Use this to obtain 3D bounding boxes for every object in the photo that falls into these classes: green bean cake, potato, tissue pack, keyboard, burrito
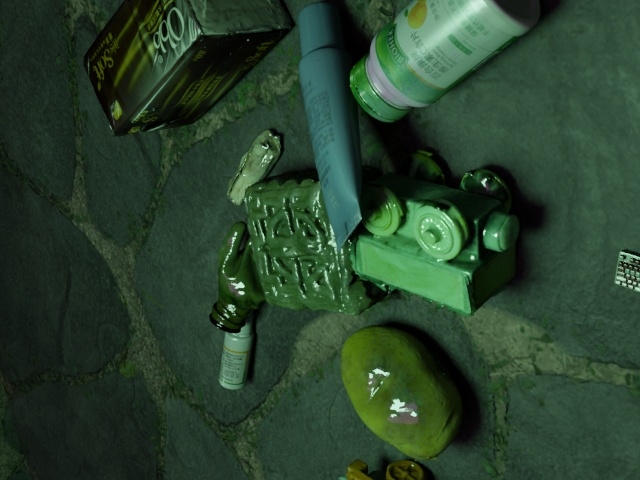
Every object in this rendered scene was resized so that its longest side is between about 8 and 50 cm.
[{"bbox_3d":[0.000,0.000,1.406,0.255,0.132,0.241,3,105,44],"label":"green bean cake"},{"bbox_3d":[0.135,0.248,1.365,0.169,0.143,0.248,-46,63,5],"label":"potato"},{"bbox_3d":[-0.246,-0.358,1.446,0.370,0.210,0.198,-32,78,48],"label":"tissue pack"},{"bbox_3d":[0.463,0.059,1.049,0.166,0.017,0.055,22,121,37],"label":"keyboard"},{"bbox_3d":[-0.125,-0.138,1.529,0.058,0.045,0.188,36,131,-4],"label":"burrito"}]

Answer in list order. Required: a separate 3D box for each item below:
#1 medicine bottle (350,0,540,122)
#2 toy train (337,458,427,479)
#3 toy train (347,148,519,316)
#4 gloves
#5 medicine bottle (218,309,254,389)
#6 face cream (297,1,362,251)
[{"bbox_3d":[0.161,-0.274,1.127,0.274,0.133,0.133,-35,81,47],"label":"medicine bottle"},{"bbox_3d":[0.141,0.521,1.403,0.369,0.231,0.163,21,124,38],"label":"toy train"},{"bbox_3d":[0.168,-0.013,1.218,0.271,0.159,0.188,19,128,39],"label":"toy train"},{"bbox_3d":[-0.141,0.059,1.577,0.135,0.107,0.268,31,119,11],"label":"gloves"},{"bbox_3d":[-0.178,0.199,1.712,0.092,0.061,0.221,43,130,51],"label":"medicine bottle"},{"bbox_3d":[0.019,-0.185,1.239,0.135,0.086,0.385,122,144,-66],"label":"face cream"}]
